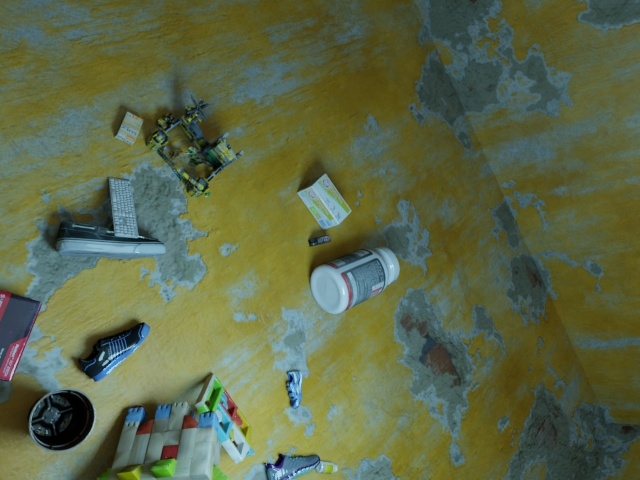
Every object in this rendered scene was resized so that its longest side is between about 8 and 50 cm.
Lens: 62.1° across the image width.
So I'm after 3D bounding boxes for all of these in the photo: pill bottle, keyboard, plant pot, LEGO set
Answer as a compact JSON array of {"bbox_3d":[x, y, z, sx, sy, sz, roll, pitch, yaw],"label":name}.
[{"bbox_3d":[0.026,0.882,2.063,0.083,0.043,0.043,22,67,-32],"label":"pill bottle"},{"bbox_3d":[-0.642,-0.109,1.725,0.072,0.014,0.256,12,43,-38],"label":"keyboard"},{"bbox_3d":[-0.736,0.496,1.488,0.167,0.165,0.167,10,74,-35],"label":"plant pot"},{"bbox_3d":[0.153,0.153,2.225,0.363,0.210,0.210,-19,92,-39],"label":"pill bottle"},{"bbox_3d":[-0.437,-0.333,1.895,0.255,0.192,0.331,-42,105,-36],"label":"LEGO set"}]

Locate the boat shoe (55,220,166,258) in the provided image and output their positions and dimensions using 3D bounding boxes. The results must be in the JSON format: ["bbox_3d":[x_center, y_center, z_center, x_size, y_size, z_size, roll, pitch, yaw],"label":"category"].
[{"bbox_3d":[-0.657,-0.009,1.695,0.335,0.121,0.119,6,75,-37],"label":"boat shoe"}]

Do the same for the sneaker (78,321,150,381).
[{"bbox_3d":[-0.639,0.326,1.656,0.232,0.081,0.090,-48,116,-33],"label":"sneaker"}]

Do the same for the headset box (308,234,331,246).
[{"bbox_3d":[0.000,0.000,2.238,0.083,0.062,0.032,-15,89,-38],"label":"headset box"}]

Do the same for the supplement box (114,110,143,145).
[{"bbox_3d":[-0.660,-0.387,1.836,0.062,0.036,0.098,26,65,-30],"label":"supplement box"}]

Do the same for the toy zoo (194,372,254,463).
[{"bbox_3d":[-0.312,0.614,1.795,0.293,0.030,0.192,59,8,-12],"label":"toy zoo"}]

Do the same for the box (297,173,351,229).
[{"bbox_3d":[0.017,-0.164,2.257,0.203,0.114,0.103,54,53,-13],"label":"box"}]

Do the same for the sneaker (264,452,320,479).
[{"bbox_3d":[-0.099,0.819,1.960,0.224,0.083,0.098,-13,82,-38],"label":"sneaker"}]

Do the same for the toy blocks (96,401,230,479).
[{"bbox_3d":[-0.449,0.609,1.594,0.261,0.381,0.191,-92,172,-50],"label":"toy blocks"}]

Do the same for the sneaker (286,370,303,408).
[{"bbox_3d":[-0.105,0.570,2.032,0.059,0.053,0.144,18,61,-34],"label":"sneaker"}]

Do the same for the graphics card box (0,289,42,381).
[{"bbox_3d":[-0.977,0.220,1.414,0.371,0.094,0.233,25,65,-30],"label":"graphics card box"}]
